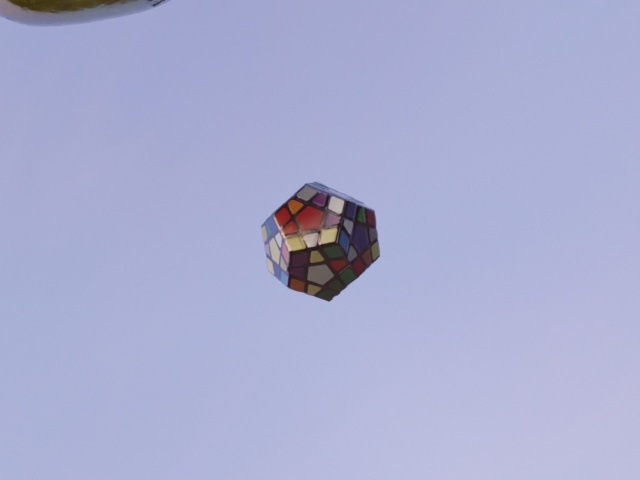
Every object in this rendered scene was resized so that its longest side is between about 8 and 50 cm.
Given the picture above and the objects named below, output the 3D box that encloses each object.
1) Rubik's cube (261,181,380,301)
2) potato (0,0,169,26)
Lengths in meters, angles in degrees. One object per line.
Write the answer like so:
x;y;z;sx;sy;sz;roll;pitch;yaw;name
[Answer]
0.000;0.000;0.686;0.133;0.111;0.133;7;-99;-52;Rubik's cube
-0.185;-0.264;0.531;0.253;0.186;0.149;-9;-75;16;potato
